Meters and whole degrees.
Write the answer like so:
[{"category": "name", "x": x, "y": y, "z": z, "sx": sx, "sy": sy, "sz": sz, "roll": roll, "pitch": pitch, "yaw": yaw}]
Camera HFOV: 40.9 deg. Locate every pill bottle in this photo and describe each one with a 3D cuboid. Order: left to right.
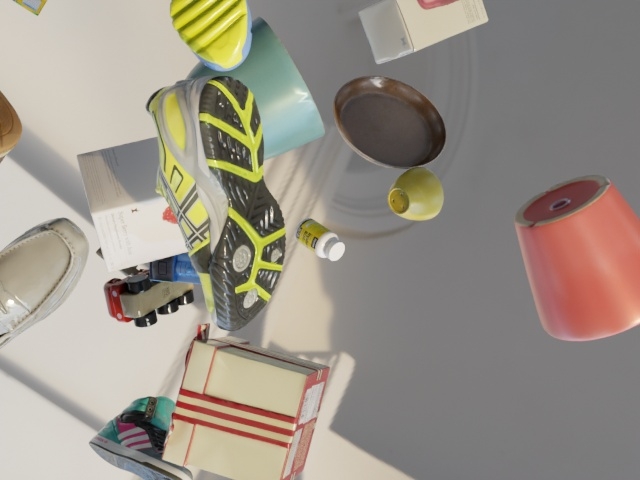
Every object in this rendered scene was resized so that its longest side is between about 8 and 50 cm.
[{"category": "pill bottle", "x": 0.000, "y": 0.000, "z": 1.960, "sx": 0.116, "sy": 0.065, "sz": 0.065, "roll": 33, "pitch": -101, "yaw": 38}]

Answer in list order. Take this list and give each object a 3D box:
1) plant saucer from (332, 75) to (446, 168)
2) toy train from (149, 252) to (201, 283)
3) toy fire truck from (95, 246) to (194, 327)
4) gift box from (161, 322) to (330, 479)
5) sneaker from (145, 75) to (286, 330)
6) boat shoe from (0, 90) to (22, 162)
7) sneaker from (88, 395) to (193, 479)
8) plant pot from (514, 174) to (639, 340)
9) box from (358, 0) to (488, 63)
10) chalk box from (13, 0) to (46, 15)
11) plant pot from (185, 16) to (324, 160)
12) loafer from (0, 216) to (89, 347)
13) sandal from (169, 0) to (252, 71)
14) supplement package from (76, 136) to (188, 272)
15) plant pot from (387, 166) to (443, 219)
[{"category": "plant saucer", "x": 0.174, "y": -0.298, "z": 2.224, "sx": 0.050, "sy": 0.311, "sz": 0.310, "roll": 119, "pitch": -10, "yaw": -52}, {"category": "toy train", "x": -0.281, "y": 0.057, "z": 1.875, "sx": 0.184, "sy": 0.080, "sz": 0.105, "roll": 5, "pitch": -170, "yaw": 17}, {"category": "toy fire truck", "x": -0.471, "y": 0.099, "z": 2.137, "sx": 0.246, "sy": 0.158, "sz": 0.217, "roll": 3, "pitch": -160, "yaw": 32}, {"category": "gift box", "x": -0.148, "y": 0.302, "z": 1.599, "sx": 0.258, "sy": 0.276, "sz": 0.255, "roll": 14, "pitch": -96, "yaw": 13}, {"category": "sneaker", "x": -0.153, "y": -0.052, "z": 1.250, "sx": 0.147, "sy": 0.384, "sz": 0.145, "roll": 11, "pitch": -155, "yaw": 35}, {"category": "boat shoe", "x": -0.547, "y": -0.231, "z": 1.196, "sx": 0.123, "sy": 0.342, "sz": 0.123, "roll": -32, "pitch": 171, "yaw": -46}, {"category": "sneaker", "x": -0.361, "y": 0.443, "z": 1.920, "sx": 0.296, "sy": 0.123, "sz": 0.178, "roll": 14, "pitch": -128, "yaw": 34}, {"category": "plant pot", "x": 0.514, "y": 0.023, "z": 1.668, "sx": 0.275, "sy": 0.243, "sz": 0.275, "roll": -27, "pitch": -165, "yaw": 8}, {"category": "box", "x": 0.229, "y": -0.498, "z": 1.911, "sx": 0.232, "sy": 0.126, "sz": 0.149, "roll": -27, "pitch": -168, "yaw": -29}, {"category": "chalk box", "x": -0.765, "y": -0.668, "z": 2.085, "sx": 0.132, "sy": 0.213, "sz": 0.132, "roll": -58, "pitch": 173, "yaw": 4}, {"category": "plant pot", "x": -0.164, "y": -0.298, "z": 1.869, "sx": 0.235, "sy": 0.293, "sz": 0.293, "roll": -31, "pitch": -147, "yaw": -3}, {"category": "loafer", "x": -0.437, "y": 0.089, "z": 1.169, "sx": 0.319, "sy": 0.112, "sz": 0.111, "roll": -42, "pitch": -177, "yaw": 21}, {"category": "sandal", "x": -0.188, "y": -0.395, "z": 1.362, "sx": 0.126, "sy": 0.138, "sz": 0.317, "roll": -25, "pitch": -111, "yaw": 3}, {"category": "supplement package", "x": -0.309, "y": -0.087, "z": 1.706, "sx": 0.293, "sy": 0.177, "sz": 0.175, "roll": -16, "pitch": -130, "yaw": -13}, {"category": "plant pot", "x": 0.218, "y": -0.106, "z": 2.095, "sx": 0.134, "sy": 0.134, "sz": 0.095, "roll": -6, "pitch": -171, "yaw": 45}]
